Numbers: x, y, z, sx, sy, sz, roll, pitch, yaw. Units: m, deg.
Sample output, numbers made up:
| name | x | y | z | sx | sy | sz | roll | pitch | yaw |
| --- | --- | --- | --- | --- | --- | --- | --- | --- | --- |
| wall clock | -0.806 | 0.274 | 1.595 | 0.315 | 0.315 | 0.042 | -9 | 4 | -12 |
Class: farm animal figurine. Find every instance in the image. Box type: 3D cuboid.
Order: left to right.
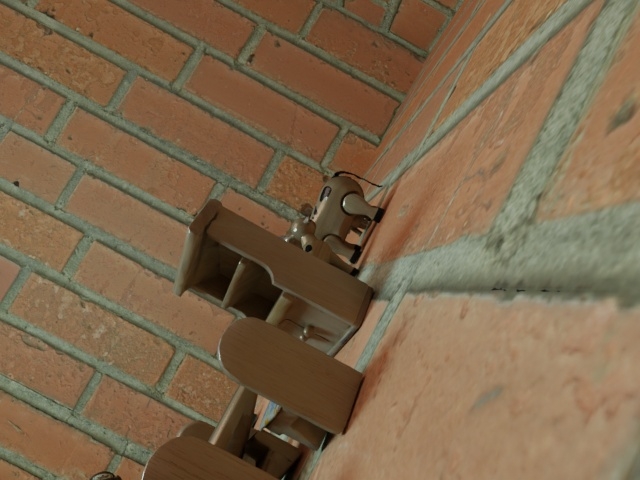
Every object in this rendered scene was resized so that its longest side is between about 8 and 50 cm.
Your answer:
| name | x | y | z | sx | sy | sz | roll | pitch | yaw |
| --- | --- | --- | --- | --- | --- | --- | --- | --- | --- |
| farm animal figurine | 0.000 | 0.000 | 1.110 | 0.326 | 0.172 | 0.330 | -61 | 2 | -10 |

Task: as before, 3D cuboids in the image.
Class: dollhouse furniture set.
| name | x | y | z | sx | sy | sz | roll | pitch | yaw |
| --- | --- | --- | --- | --- | --- | --- | --- | --- | --- |
| dollhouse furniture set | -0.130 | 0.180 | 0.663 | 0.394 | 0.257 | 0.362 | -63 | 2 | -39 |

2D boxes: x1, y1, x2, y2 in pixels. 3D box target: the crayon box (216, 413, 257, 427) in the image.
| name | x | y | z | sx | sy | sz | roll | pitch | yaw |
| --- | --- | --- | --- | --- | --- | --- | --- | --- | --- |
| crayon box | -0.282 | 0.590 | 1.407 | 0.322 | 0.083 | 0.203 | -59 | 3 | 42 |

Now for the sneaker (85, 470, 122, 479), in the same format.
| name | x | y | z | sx | sy | sz | roll | pitch | yaw |
| --- | --- | --- | --- | --- | --- | --- | --- | --- | --- |
| sneaker | -0.217 | 0.256 | 0.511 | 0.188 | 0.066 | 0.071 | 126 | 142 | -53 |
